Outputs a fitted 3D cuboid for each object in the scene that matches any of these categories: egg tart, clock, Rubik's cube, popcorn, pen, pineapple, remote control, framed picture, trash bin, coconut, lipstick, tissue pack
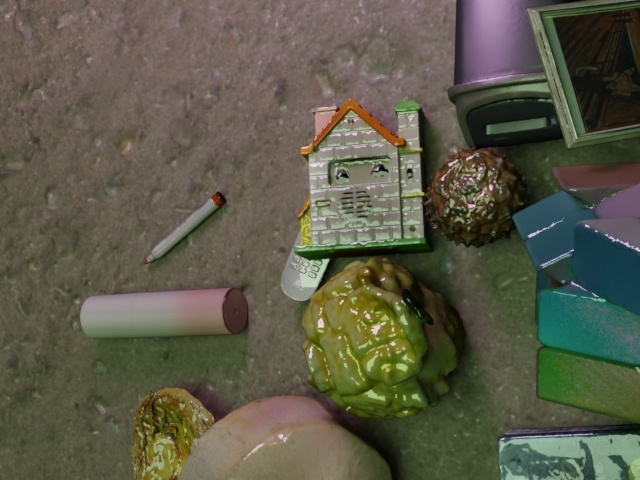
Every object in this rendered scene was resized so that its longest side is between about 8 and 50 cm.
[{"bbox_3d":[-0.254,0.391,1.829,0.232,0.098,0.252,-35,71,29],"label":"egg tart"},{"bbox_3d":[0.071,-0.103,1.653,0.219,0.106,0.255,-3,80,13],"label":"clock"},{"bbox_3d":[0.455,0.073,1.347,0.368,0.358,0.387,26,111,-12],"label":"Rubik's cube"},{"bbox_3d":[0.101,0.168,1.573,0.237,0.293,0.293,-45,71,12],"label":"popcorn"},{"bbox_3d":[-0.262,-0.019,1.873,0.218,0.026,0.026,-39,73,21],"label":"pen"},{"bbox_3d":[0.243,-0.061,1.528,0.166,0.193,0.166,-4,78,17],"label":"pineapple"},{"bbox_3d":[0.000,0.000,1.733,0.073,0.044,0.229,24,92,22],"label":"remote control"},{"bbox_3d":[0.440,-0.253,1.419,0.016,0.273,0.217,146,110,-67],"label":"framed picture"},{"bbox_3d":[0.307,-0.291,1.508,0.209,0.182,0.291,-5,82,29],"label":"trash bin"},{"bbox_3d":[-0.055,0.429,1.612,0.352,0.352,0.353,0,89,27],"label":"coconut"},{"bbox_3d":[-0.298,0.139,1.854,0.326,0.087,0.087,-4,87,27],"label":"lipstick"},{"bbox_3d":[0.410,0.378,1.499,0.257,0.081,0.185,-8,85,25],"label":"tissue pack"}]
